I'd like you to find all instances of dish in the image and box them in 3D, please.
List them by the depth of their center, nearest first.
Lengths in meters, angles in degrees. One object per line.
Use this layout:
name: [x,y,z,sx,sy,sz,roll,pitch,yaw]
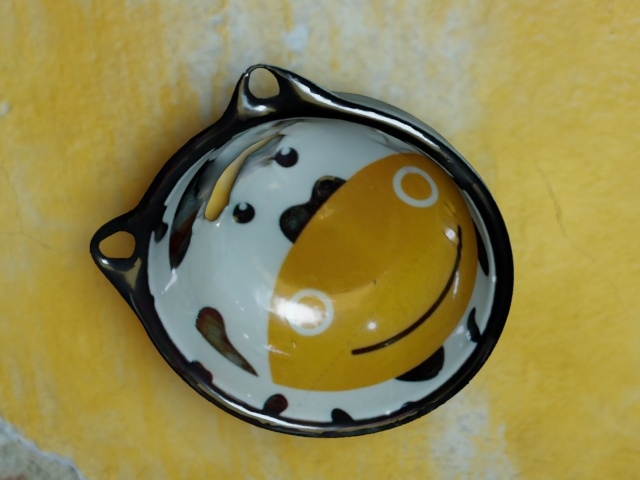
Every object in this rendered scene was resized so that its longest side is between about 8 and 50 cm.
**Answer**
dish: [0.000,0.000,1.275,0.303,0.120,0.303,2,117,4]
